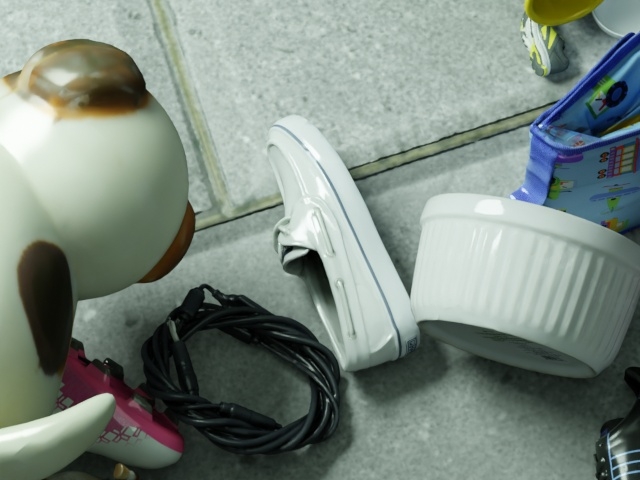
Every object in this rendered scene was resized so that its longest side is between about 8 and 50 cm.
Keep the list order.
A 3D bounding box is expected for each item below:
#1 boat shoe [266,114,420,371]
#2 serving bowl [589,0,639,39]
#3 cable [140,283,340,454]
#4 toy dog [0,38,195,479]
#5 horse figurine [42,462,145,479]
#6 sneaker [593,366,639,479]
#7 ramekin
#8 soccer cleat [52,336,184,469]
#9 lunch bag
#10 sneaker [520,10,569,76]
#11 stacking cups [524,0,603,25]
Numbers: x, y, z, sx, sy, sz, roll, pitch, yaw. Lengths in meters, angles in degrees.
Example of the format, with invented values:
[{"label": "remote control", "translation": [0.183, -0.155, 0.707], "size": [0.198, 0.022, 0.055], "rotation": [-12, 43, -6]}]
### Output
[{"label": "boat shoe", "translation": [0.000, 0.000, 1.581], "size": [0.084, 0.095, 0.258], "rotation": [-21, 66, -19]}, {"label": "serving bowl", "translation": [0.305, -0.229, 1.694], "size": [0.083, 0.027, 0.083], "rotation": [-2, 67, 4]}, {"label": "cable", "translation": [-0.066, 0.122, 1.541], "size": [0.184, 0.047, 0.150], "rotation": [35, 46, 6]}, {"label": "toy dog", "translation": [-0.274, 0.009, 1.372], "size": [0.395, 0.284, 0.408], "rotation": [1, 40, 40]}, {"label": "horse figurine", "translation": [-0.227, 0.227, 1.490], "size": [0.263, 0.174, 0.066], "rotation": [-2, 70, 18]}, {"label": "sneaker", "translation": [0.270, 0.216, 1.488], "size": [0.090, 0.081, 0.232], "rotation": [19, 63, 15]}, {"label": "ramekin", "translation": [0.176, 0.044, 1.500], "size": [0.207, 0.207, 0.109], "rotation": [14, 78, 10]}, {"label": "soccer cleat", "translation": [-0.274, 0.137, 1.554], "size": [0.331, 0.116, 0.143], "rotation": [32, 87, 20]}, {"label": "lunch bag", "translation": [0.295, -0.092, 1.531], "size": [0.293, 0.221, 0.138], "rotation": [-31, 68, -10]}, {"label": "sneaker", "translation": [0.220, -0.196, 1.690], "size": [0.035, 0.031, 0.083], "rotation": [-1, 65, -18]}, {"label": "stacking cups", "translation": [0.184, -0.356, 1.723], "size": [0.096, 0.096, 0.316], "rotation": [-22, 58, -5]}]
